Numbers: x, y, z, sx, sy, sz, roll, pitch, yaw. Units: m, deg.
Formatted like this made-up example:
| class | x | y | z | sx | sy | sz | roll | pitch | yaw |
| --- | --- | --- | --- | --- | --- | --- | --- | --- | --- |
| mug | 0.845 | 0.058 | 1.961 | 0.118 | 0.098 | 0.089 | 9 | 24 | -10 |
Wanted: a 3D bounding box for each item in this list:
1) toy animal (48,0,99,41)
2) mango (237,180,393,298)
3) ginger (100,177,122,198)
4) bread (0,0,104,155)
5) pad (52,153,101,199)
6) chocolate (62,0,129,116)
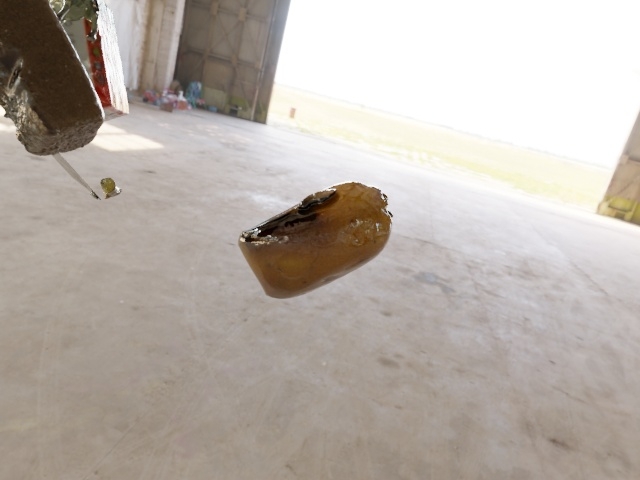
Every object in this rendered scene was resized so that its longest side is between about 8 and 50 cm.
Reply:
| class | x | y | z | sx | sy | sz | roll | pitch | yaw |
| --- | --- | --- | --- | --- | --- | --- | --- | --- | --- |
| toy animal | -0.494 | -0.463 | 0.942 | 0.217 | 0.176 | 0.073 | 10 | -16 | 25 |
| mango | 0.000 | 0.000 | 0.894 | 0.153 | 0.287 | 0.201 | 64 | 14 | 10 |
| ginger | -0.703 | -0.171 | 1.637 | 0.044 | 0.057 | 0.137 | 7 | -11 | -9 |
| bread | -0.454 | -0.326 | 0.680 | 0.113 | 0.416 | 0.165 | -32 | 11 | -32 |
| pad | -0.646 | -0.209 | 1.182 | 0.159 | 0.009 | 0.265 | 31 | -22 | 31 |
| chocolate | -0.628 | -0.485 | 1.283 | 0.161 | 0.341 | 0.360 | -8 | 12 | -12 |
